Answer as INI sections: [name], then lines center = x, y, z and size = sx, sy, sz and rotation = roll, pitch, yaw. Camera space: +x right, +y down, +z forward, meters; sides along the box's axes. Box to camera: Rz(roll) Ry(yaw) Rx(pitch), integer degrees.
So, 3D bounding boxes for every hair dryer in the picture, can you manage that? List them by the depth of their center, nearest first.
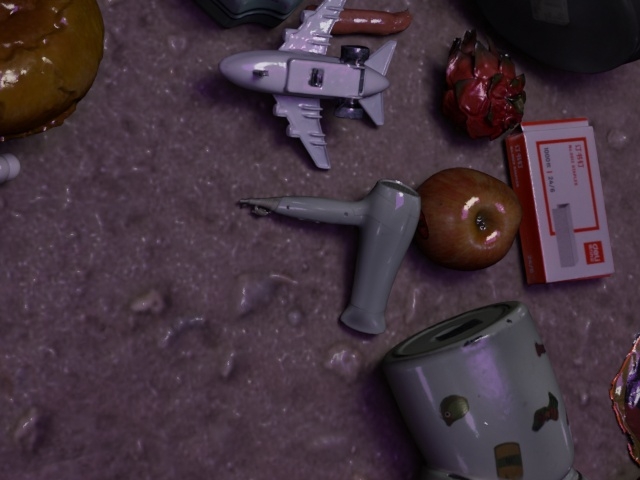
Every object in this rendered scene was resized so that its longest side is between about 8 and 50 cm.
[hair dryer]
center = 0.000, 0.000, 1.559
size = 0.237, 0.075, 0.206
rotation = 17, 104, 2

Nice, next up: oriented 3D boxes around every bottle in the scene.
[bottle]
center = 0.228, 0.277, 1.528
size = 0.229, 0.229, 0.351
rotation = -23, 95, -16

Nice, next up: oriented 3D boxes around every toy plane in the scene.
[toy plane]
center = -0.010, -0.217, 1.529
size = 0.255, 0.101, 0.251
rotation = 1, 103, -30

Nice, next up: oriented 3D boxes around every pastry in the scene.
[pastry]
center = -0.423, -0.267, 1.379
size = 0.356, 0.164, 0.356
rotation = 9, 58, -15

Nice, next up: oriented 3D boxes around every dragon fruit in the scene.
[dragon fruit]
center = 0.226, -0.208, 1.610
size = 0.121, 0.130, 0.142
rotation = -1, 52, -10

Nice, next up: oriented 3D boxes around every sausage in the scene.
[sausage]
center = 0.054, -0.305, 1.615
size = 0.158, 0.036, 0.042
rotation = -2, 93, -16

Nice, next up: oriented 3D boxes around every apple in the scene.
[apple]
center = 0.198, -0.029, 1.580
size = 0.146, 0.131, 0.146
rotation = 0, 90, -18

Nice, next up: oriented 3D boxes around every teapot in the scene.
[teapot]
center = 0.384, -0.459, 1.567
size = 0.306, 0.376, 0.361
rotation = 21, 66, 28

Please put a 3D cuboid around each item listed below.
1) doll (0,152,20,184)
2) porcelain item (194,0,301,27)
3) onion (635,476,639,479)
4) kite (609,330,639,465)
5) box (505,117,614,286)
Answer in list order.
[doll]
center = -0.434, -0.133, 1.455
size = 0.106, 0.062, 0.162
rotation = -16, 88, -7
[porcelain item]
center = -0.092, -0.447, 1.528
size = 0.286, 0.157, 0.281
rotation = 44, 77, -7
[onion]
center = 0.545, 0.410, 1.612
size = 0.195, 0.272, 0.272
rotation = -30, 94, -59
[kite]
center = 0.581, 0.232, 1.722
size = 0.328, 0.013, 0.377
rotation = -15, 88, -17
[box]
center = 0.339, -0.055, 1.656
size = 0.123, 0.050, 0.229
rotation = -6, 87, -24
